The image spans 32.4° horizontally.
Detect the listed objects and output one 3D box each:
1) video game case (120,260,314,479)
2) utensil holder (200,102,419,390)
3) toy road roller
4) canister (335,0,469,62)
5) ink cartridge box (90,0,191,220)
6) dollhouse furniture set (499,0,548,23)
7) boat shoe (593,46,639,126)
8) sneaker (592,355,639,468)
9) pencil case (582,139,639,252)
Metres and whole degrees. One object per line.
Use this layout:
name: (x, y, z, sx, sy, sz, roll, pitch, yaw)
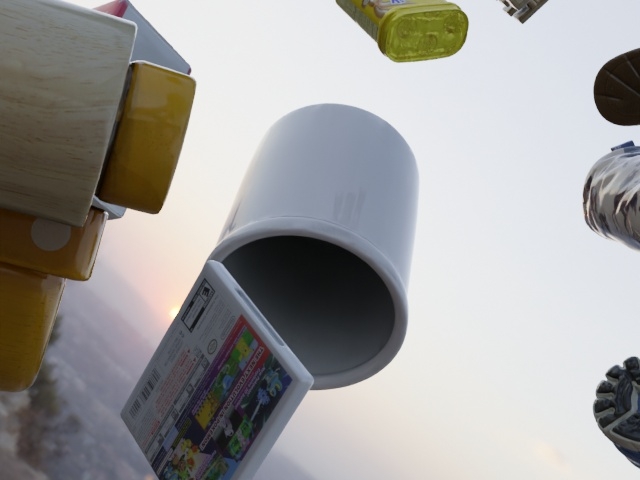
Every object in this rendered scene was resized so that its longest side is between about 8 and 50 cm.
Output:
video game case: (-0.106, 0.152, 1.056, 0.023, 0.201, 0.183, 13, 26, -44)
utensil holder: (0.000, 0.000, 1.812, 0.327, 0.327, 0.385, 45, 32, -21)
toy road roller: (-0.213, -0.022, 0.680, 0.202, 0.241, 0.329, 15, -1, -14)
canister: (0.106, -0.315, 1.507, 0.170, 0.126, 0.073, -126, -146, -46)
ink cartridge box: (-0.412, -0.165, 1.613, 0.384, 0.279, 0.160, -6, -37, 39)
dollhouse furniture set: (0.307, -0.468, 1.716, 0.212, 0.161, 0.242, 43, 11, -19)
boat shoe: (0.428, -0.179, 1.128, 0.285, 0.105, 0.089, -7, -2, 29)
sneaker: (0.441, 0.189, 1.068, 0.330, 0.130, 0.147, 4, -32, 28)
pencil case: (0.521, -0.058, 1.602, 0.160, 0.183, 0.410, 45, 1, -8)
